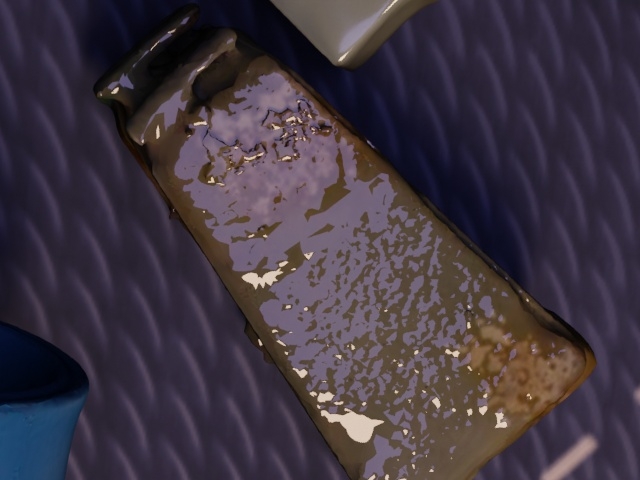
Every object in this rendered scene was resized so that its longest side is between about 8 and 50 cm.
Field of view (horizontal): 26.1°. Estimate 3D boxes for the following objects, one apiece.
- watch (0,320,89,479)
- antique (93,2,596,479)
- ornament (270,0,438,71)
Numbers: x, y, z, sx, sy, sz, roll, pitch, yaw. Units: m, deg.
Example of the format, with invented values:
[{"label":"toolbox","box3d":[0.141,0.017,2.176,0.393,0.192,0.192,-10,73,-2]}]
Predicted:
[{"label":"watch","box3d":[-0.218,0.098,0.600,0.274,0.305,0.241,10,99,-53]},{"label":"antique","box3d":[0.000,0.000,0.735,0.150,0.125,0.284,-42,106,-4]},{"label":"ornament","box3d":[0.087,-0.202,0.722,0.285,0.130,0.120,-32,92,-7]}]
